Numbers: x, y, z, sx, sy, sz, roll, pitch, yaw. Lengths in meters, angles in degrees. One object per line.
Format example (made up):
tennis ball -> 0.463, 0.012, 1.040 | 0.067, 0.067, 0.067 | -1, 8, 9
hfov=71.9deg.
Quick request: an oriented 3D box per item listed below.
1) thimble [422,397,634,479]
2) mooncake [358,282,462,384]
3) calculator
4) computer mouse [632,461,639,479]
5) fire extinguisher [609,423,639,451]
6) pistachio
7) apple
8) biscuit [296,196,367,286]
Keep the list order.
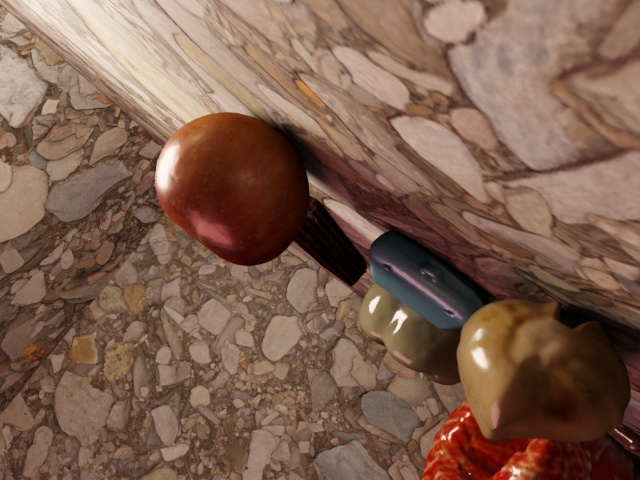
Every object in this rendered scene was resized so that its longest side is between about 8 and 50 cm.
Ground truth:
thimble -> 0.392, 0.448, 0.867 | 0.231, 0.350, 0.350 | 40, 175, -1
mooncake -> 0.198, 0.184, 0.903 | 0.275, 0.135, 0.275 | 35, 179, 1
calculator -> 0.144, 0.066, 0.643 | 0.173, 0.051, 0.293 | 37, 174, 13
computer mouse -> 0.665, 0.533, 0.910 | 0.203, 0.114, 0.374 | 36, 173, -6
fire extinguisher -> 0.457, 0.292, 0.651 | 0.046, 0.032, 0.100 | 51, 177, -19
pistachio -> 0.190, 0.120, 0.391 | 0.129, 0.131, 0.206 | 44, -177, 34
apple -> -0.098, -0.068, 0.547 | 0.201, 0.162, 0.201 | 40, -174, -5
biscuit -> 0.000, 0.000, 0.922 | 0.107, 0.073, 0.388 | 36, 176, 28
